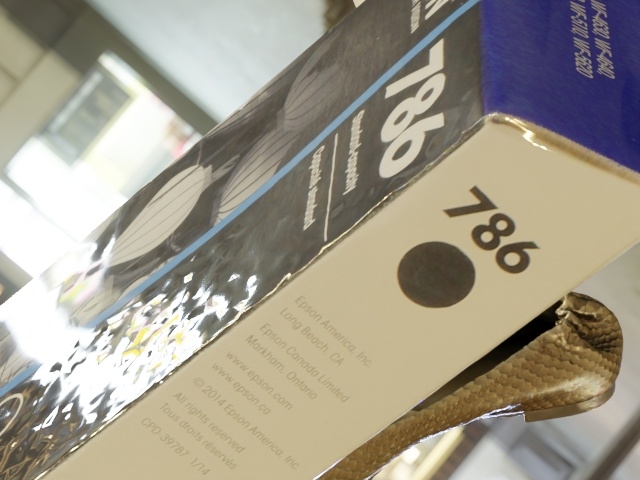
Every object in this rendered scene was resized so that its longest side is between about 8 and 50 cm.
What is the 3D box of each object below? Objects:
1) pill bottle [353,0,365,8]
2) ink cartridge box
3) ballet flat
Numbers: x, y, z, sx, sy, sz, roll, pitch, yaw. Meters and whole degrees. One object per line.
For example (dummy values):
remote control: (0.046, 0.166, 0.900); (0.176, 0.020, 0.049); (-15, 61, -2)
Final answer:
pill bottle: (0.145, -0.242, 1.605); (0.131, 0.229, 0.131); (32, 131, 45)
ink cartridge box: (0.000, 0.000, 0.622); (0.065, 0.332, 0.165); (44, -157, -20)
ballet flat: (0.039, 0.069, 0.940); (0.084, 0.250, 0.058); (49, 144, 48)
